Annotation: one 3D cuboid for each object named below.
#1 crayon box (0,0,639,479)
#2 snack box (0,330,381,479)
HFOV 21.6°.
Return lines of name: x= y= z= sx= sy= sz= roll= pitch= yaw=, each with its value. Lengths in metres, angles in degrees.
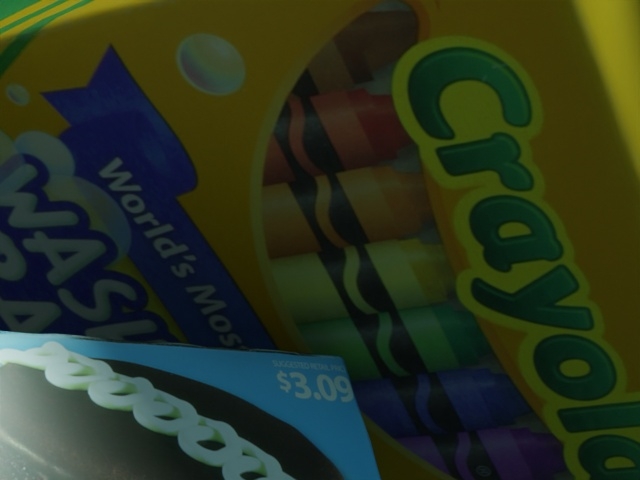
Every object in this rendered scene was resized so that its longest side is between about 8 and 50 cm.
crayon box: x=0.000 y=0.000 z=0.464 sx=0.203 sy=0.322 sz=0.083 roll=62 pitch=32 yaw=-30
snack box: x=-0.112 y=0.103 z=0.307 sx=0.321 sy=0.060 sz=0.187 roll=7 pitch=52 yaw=-35
